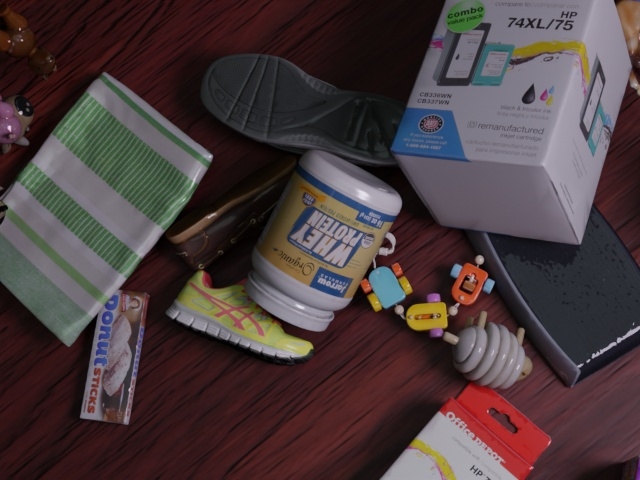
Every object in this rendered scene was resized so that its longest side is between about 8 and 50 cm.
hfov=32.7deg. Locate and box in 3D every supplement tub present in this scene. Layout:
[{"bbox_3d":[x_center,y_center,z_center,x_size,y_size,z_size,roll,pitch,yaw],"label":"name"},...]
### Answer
[{"bbox_3d":[0.000,0.000,1.391,0.144,0.144,0.200,30,102,14],"label":"supplement tub"}]

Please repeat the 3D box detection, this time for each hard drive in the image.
[{"bbox_3d":[0.316,0.040,1.401,0.172,0.054,0.255,-31,74,0],"label":"hard drive"}]

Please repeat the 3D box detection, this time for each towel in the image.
[{"bbox_3d":[-0.326,-0.053,1.511,0.248,0.038,0.325,37,84,22],"label":"towel"}]

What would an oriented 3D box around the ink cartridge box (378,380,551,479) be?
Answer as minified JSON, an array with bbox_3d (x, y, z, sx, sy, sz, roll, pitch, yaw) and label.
[{"bbox_3d":[0.167,0.290,1.347,0.134,0.078,0.231,39,84,15],"label":"ink cartridge box"}]

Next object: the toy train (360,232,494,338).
[{"bbox_3d":[0.136,0.061,1.429,0.166,0.046,0.125,21,78,10],"label":"toy train"}]

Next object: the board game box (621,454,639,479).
[{"bbox_3d":[0.403,0.402,1.251,0.142,0.144,0.275,11,77,11],"label":"board game box"}]

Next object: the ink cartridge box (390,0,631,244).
[{"bbox_3d":[0.244,-0.167,1.348,0.198,0.197,0.270,8,67,30],"label":"ink cartridge box"}]

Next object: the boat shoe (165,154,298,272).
[{"bbox_3d":[-0.107,-0.036,1.480,0.207,0.073,0.073,-33,111,2],"label":"boat shoe"}]

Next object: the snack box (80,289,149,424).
[{"bbox_3d":[-0.277,0.156,1.474,0.064,0.022,0.178,5,77,11],"label":"snack box"}]

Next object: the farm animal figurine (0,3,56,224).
[{"bbox_3d":[-0.495,-0.151,1.509,0.326,0.172,0.330,-3,61,27],"label":"farm animal figurine"}]

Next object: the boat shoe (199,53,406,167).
[{"bbox_3d":[-0.013,-0.168,1.486,0.320,0.103,0.118,15,80,16],"label":"boat shoe"}]

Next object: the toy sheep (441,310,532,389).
[{"bbox_3d":[0.210,0.141,1.373,0.132,0.091,0.091,22,79,-12],"label":"toy sheep"}]

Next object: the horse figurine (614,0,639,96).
[{"bbox_3d":[0.462,-0.289,1.458,0.263,0.066,0.175,-22,74,2],"label":"horse figurine"}]

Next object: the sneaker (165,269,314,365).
[{"bbox_3d":[-0.098,0.098,1.433,0.208,0.081,0.094,21,78,13],"label":"sneaker"}]
